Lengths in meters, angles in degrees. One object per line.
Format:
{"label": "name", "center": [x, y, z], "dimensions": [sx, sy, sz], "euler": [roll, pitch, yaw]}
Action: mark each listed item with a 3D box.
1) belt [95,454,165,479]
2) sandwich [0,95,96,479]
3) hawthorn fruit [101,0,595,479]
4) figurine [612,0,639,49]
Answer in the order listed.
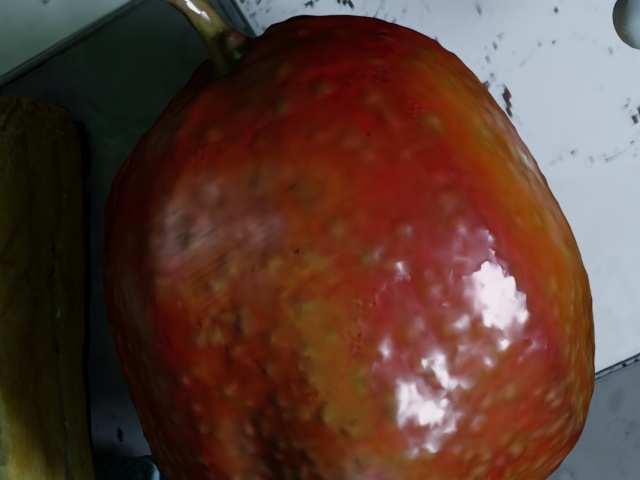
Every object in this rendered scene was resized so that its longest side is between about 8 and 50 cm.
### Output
{"label": "belt", "center": [-0.188, 0.180, 0.996], "dimensions": [0.302, 0.087, 0.072], "euler": [-18, 118, 23]}
{"label": "sandwich", "center": [-0.236, 0.074, 0.917], "dimensions": [0.273, 0.095, 0.249], "euler": [-7, 85, 20]}
{"label": "hawthorn fruit", "center": [0.000, 0.000, 0.805], "dimensions": [0.205, 0.205, 0.253], "euler": [-18, 100, 22]}
{"label": "figurine", "center": [0.079, -0.246, 0.707], "dimensions": [0.281, 0.167, 0.370], "euler": [-21, 96, -7]}
